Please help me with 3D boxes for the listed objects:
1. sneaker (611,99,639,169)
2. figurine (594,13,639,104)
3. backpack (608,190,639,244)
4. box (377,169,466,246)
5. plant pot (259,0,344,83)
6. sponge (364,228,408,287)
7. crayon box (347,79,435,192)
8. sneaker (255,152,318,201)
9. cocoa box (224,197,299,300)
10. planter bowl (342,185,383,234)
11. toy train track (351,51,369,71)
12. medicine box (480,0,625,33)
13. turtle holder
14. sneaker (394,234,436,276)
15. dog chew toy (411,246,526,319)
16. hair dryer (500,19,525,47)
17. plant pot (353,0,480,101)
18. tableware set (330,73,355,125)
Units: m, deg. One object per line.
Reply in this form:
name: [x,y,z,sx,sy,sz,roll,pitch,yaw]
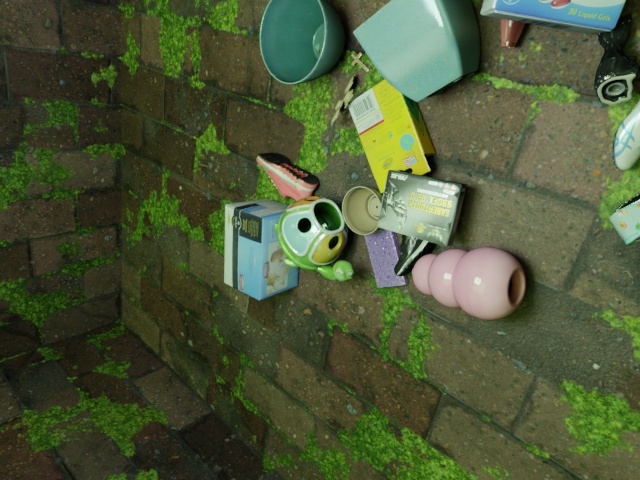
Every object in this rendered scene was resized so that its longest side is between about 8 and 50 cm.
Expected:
sneaker: [0.730,-0.265,0.996,0.086,0.085,0.237,49,131,52]
figurine: [0.701,-0.420,0.952,0.215,0.092,0.209,-9,59,41]
backpack: [0.751,-0.054,0.985,0.188,0.166,0.144,-33,69,44]
box: [0.295,-0.100,1.338,0.231,0.056,0.182,19,105,32]
plant pot: [-0.033,-0.667,1.496,0.290,0.195,0.290,12,110,38]
sponge: [0.227,0.058,1.573,0.117,0.031,0.210,-13,92,43]
crayon box: [0.229,-0.334,1.432,0.202,0.081,0.318,-21,87,43]
sneaker: [-0.153,-0.241,1.775,0.314,0.116,0.136,37,125,29]
cocoa box: [-0.235,0.027,1.839,0.228,0.232,0.346,19,114,36]
planter bowl: [0.169,-0.108,1.527,0.162,0.109,0.161,12,110,38]
toy train track: [0.134,-0.589,1.495,0.083,0.014,0.048,50,122,13]
medicine box: [0.526,-0.622,0.967,0.264,0.149,0.289,12,113,4]
turtle holder: [-0.018,-0.008,1.600,0.227,0.244,0.320,136,136,-54]
sneaker: [0.306,-0.017,1.445,0.124,0.107,0.283,45,118,29]
dog chew toy: [0.412,0.113,1.318,0.332,0.207,0.206,6,105,48]
hair dryer: [0.427,-0.614,1.115,0.224,0.080,0.293,-33,111,9]
plant pot: [0.291,-0.528,1.227,0.247,0.248,0.252,-22,98,43]
tableware set: [0.077,-0.466,1.502,0.020,0.168,0.141,25,133,-13]
